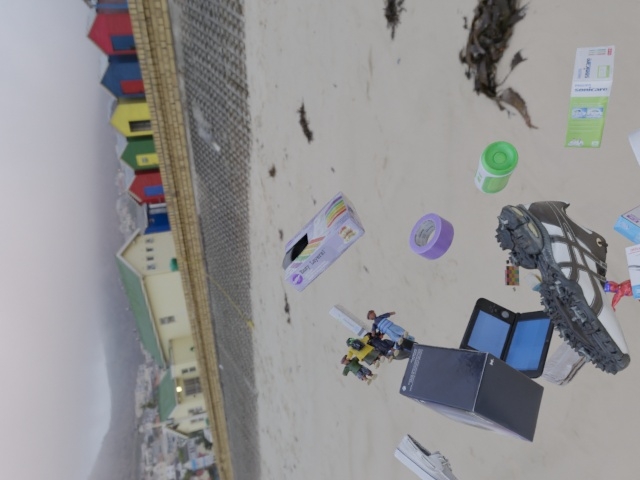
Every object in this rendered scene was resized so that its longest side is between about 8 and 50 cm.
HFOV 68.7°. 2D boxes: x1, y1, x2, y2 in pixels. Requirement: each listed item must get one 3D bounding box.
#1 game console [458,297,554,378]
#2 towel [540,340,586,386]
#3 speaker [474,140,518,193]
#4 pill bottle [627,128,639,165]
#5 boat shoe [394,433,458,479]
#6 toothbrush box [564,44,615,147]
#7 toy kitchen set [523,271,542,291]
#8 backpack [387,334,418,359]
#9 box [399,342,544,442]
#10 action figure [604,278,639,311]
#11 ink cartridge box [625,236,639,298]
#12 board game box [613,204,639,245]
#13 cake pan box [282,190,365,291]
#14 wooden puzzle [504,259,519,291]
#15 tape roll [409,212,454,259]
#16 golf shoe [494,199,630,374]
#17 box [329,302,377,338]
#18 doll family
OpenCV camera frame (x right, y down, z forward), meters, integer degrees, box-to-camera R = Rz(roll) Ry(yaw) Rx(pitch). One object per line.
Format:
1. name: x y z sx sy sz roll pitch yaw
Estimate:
1. game console: 0.679 0.342 1.709 0.293 0.250 0.173 -57 -12 -32
2. towel: 1.059 0.493 1.991 0.049 0.282 0.187 43 174 0
3. speaker: 0.629 -0.256 1.686 0.296 0.131 0.131 32 -136 -74
4. pill bottle: 1.057 -0.286 1.221 0.392 0.224 0.224 -26 71 38
5. boat shoe: 0.341 0.672 1.391 0.268 0.096 0.088 18 77 53
6. toothbrush box: 0.943 -0.498 1.645 0.206 0.122 0.283 -64 -33 -32
7. toy kitchen set: 0.919 0.131 1.790 0.207 0.166 0.122 -50 51 22
8. backpack: 0.295 0.394 1.731 0.114 0.105 0.084 -46 31 48
9. box: 0.460 0.463 1.442 0.294 0.296 0.182 -12 51 56
10. action figure: 0.907 0.178 1.471 0.280 0.092 0.139 -4 102 67
11. ink cartridge box: 0.879 0.060 1.239 0.104 0.060 0.180 130 142 -70
12. board game box: 1.189 -0.051 1.551 0.242 0.317 0.064 51 157 38
13. cake pan box: 0.000 0.000 1.361 0.070 0.267 0.245 42 -164 -17
14. wooden puzzle: 0.482 0.088 1.178 0.006 0.049 0.083 -7 81 58
15. tape roll: 0.475 -0.017 2.009 0.189 0.080 0.189 -43 34 38
16. golf shoe: 0.265 0.032 0.478 0.077 0.094 0.198 77 173 -60
17. box: 0.122 0.305 1.736 0.186 0.038 0.145 37 -178 9
18. doll family: 0.121 0.247 1.125 0.111 0.193 0.076 30 143 37
